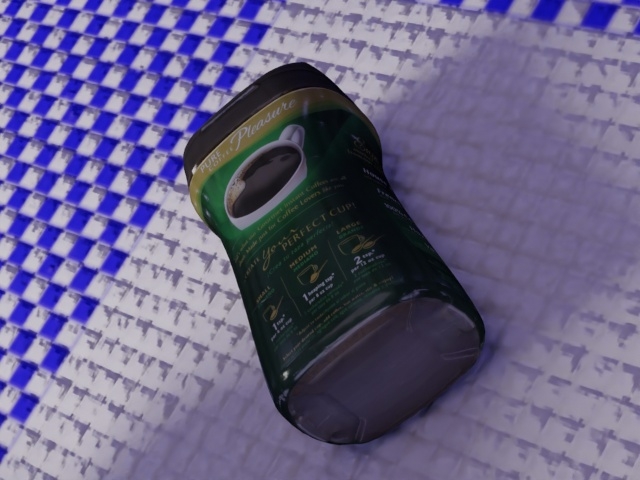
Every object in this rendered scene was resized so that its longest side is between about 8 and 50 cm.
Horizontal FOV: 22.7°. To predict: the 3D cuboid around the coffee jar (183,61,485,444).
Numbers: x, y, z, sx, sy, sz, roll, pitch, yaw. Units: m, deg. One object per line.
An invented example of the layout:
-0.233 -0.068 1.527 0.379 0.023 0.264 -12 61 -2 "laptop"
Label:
0.000 0.000 0.750 0.096 0.079 0.184 -38 45 13 "coffee jar"
